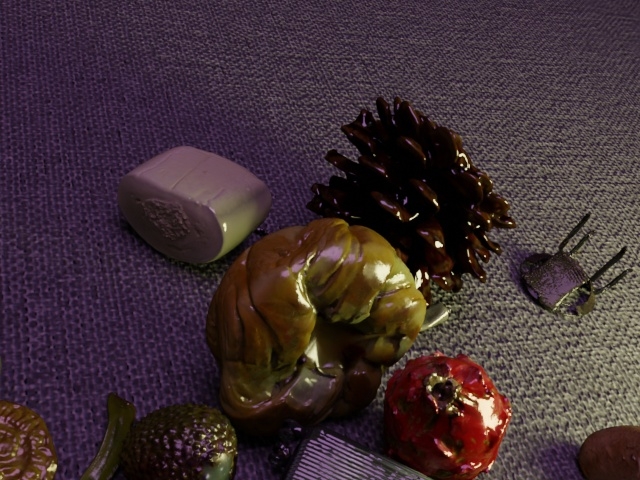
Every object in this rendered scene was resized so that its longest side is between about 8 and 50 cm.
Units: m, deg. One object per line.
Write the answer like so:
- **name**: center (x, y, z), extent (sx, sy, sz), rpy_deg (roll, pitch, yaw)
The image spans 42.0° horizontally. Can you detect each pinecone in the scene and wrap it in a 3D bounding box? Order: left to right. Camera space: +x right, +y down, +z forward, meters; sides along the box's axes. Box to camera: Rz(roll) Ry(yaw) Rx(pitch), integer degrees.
- **pinecone**: center (0.156, -0.050, 1.550), extent (0.398, 0.397, 0.397), rpy_deg (11, 42, -10)

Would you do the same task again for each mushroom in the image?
- **mushroom**: center (0.581, 0.391, 1.373), extent (0.286, 0.151, 0.156), rpy_deg (29, 43, 10)

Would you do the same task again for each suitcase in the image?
- **suitcase**: center (0.051, 0.399, 1.172), extent (0.312, 0.128, 0.202), rpy_deg (24, 41, 4)

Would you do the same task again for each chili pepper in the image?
- **chili pepper**: center (-0.307, 0.299, 1.208), extent (0.052, 0.050, 0.201), rpy_deg (48, 32, -25)

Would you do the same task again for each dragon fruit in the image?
- **dragon fruit**: center (0.189, 0.267, 1.277), extent (0.210, 0.268, 0.205), rpy_deg (-16, 56, -1)

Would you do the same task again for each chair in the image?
- **chair**: center (0.535, 0.064, 1.760), extent (0.213, 0.149, 0.174), rpy_deg (-39, 62, 2)

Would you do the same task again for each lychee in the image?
- **lychee**: center (-0.196, 0.301, 1.169), extent (0.171, 0.171, 0.171), rpy_deg (11, 42, -10)

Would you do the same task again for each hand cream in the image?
- **hand cream**: center (0.175, 0.151, 1.570), extent (0.165, 0.037, 0.057), rpy_deg (-15, 52, -24)

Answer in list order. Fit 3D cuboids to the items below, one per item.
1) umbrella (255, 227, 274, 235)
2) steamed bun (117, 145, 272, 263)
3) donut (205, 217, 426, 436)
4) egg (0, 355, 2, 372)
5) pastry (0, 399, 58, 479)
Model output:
- **umbrella**: center (-0.096, -0.011, 1.647), extent (0.122, 0.013, 0.022), rpy_deg (20, 20, 1)
- **steamed bun**: center (-0.230, -0.064, 1.544), extent (0.250, 0.154, 0.200), rpy_deg (26, 38, 17)
- **donut**: center (-0.012, 0.141, 1.287), extent (0.360, 0.360, 0.170), rpy_deg (-6, 32, -26)
- **egg**: center (-0.547, 0.185, 1.156), extent (0.199, 0.146, 0.146), rpy_deg (-17, 52, -20)
- **pastry**: center (-0.439, 0.309, 1.097), extent (0.189, 0.103, 0.188), rpy_deg (11, 43, -10)
